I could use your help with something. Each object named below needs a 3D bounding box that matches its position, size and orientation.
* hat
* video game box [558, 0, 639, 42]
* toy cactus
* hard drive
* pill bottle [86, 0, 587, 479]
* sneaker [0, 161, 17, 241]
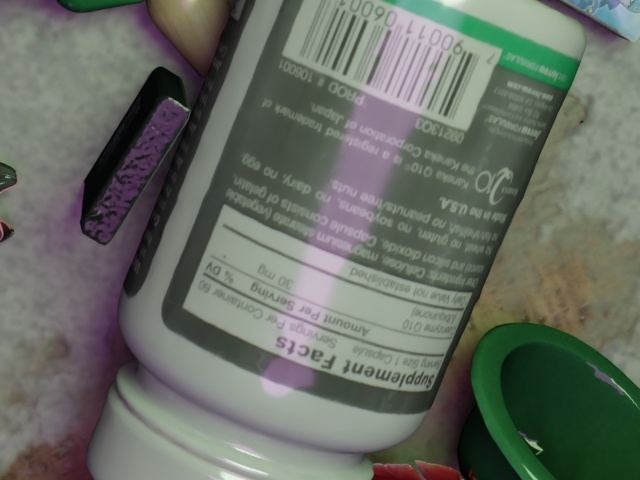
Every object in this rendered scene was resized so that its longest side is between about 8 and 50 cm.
[{"bbox_3d":[0.118,0.171,1.095,0.208,0.173,0.183,50,125,15],"label":"hat"},{"bbox_3d":[0.168,-0.258,1.014,0.187,0.048,0.205,28,99,-10],"label":"video game box"},{"bbox_3d":[-0.105,-0.181,0.987,0.219,0.112,0.180,-30,123,-2],"label":"toy cactus"},{"bbox_3d":[-0.114,-0.055,0.982,0.022,0.135,0.094,32,98,-13],"label":"hard drive"},{"bbox_3d":[0.000,0.000,0.973,0.204,0.204,0.361,21,100,-11],"label":"pill bottle"},{"bbox_3d":[-0.226,-0.001,1.032,0.057,0.047,0.119,15,102,-21],"label":"sneaker"}]
